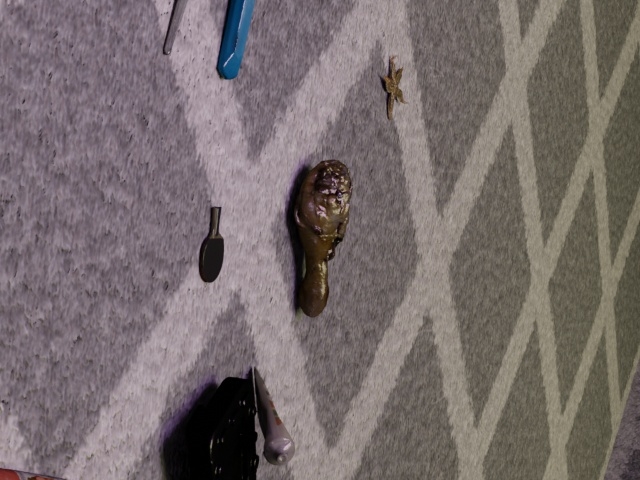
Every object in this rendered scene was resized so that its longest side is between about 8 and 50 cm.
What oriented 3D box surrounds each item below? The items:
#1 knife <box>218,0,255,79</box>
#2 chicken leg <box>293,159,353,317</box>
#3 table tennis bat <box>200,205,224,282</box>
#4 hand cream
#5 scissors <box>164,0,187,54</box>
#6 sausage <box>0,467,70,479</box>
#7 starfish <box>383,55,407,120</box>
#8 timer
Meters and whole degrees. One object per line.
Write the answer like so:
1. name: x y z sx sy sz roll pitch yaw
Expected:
1. knife: -0.074 -0.317 1.595 0.044 0.026 0.296 25 76 -64
2. chicken leg: -0.003 0.000 1.815 0.085 0.069 0.197 -91 -172 -74
3. table tennis bat: -0.116 0.005 1.603 0.050 0.007 0.083 -9 106 -67
4. hand cream: -0.059 0.204 1.676 0.165 0.037 0.057 -117 -157 -63
5. scissors: -0.129 -0.272 1.487 0.100 0.015 0.189 47 54 -65
6. sausage: -0.250 0.224 1.310 0.253 0.034 0.034 33 66 -65
7. starfish: 0.101 -0.212 2.061 0.086 0.016 0.092 -15 113 -64
8. timer: -0.111 0.254 1.624 0.144 0.055 0.187 -58 152 -58
